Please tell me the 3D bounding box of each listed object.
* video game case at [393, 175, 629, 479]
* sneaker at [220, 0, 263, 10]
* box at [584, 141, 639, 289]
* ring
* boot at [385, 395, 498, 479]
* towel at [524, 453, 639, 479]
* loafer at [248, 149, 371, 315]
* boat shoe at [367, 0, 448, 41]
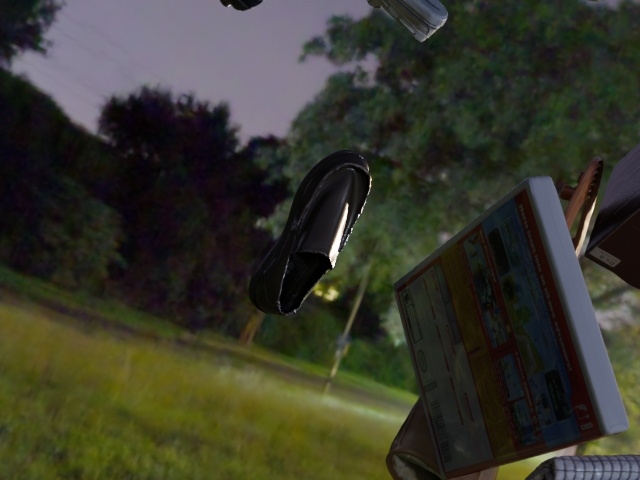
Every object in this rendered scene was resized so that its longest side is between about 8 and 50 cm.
[{"bbox_3d":[0.149,0.091,0.849,0.025,0.204,0.285,-7,-17,-21],"label":"video game case"},{"bbox_3d":[-0.137,-0.279,0.973,0.086,0.226,0.163,12,-38,49],"label":"sneaker"},{"bbox_3d":[0.532,-0.045,1.459,0.168,0.203,0.167,29,-35,-3],"label":"box"},{"bbox_3d":[0.344,0.035,1.423,0.032,0.336,0.336,21,-4,20],"label":"ring"},{"bbox_3d":[0.197,0.209,1.081,0.236,0.269,0.089,42,-46,-12],"label":"boot"},{"bbox_3d":[0.407,0.448,1.542,0.235,0.121,0.283,3,-40,-23],"label":"towel"},{"bbox_3d":[0.000,0.000,1.126,0.080,0.220,0.078,25,7,-31],"label":"loafer"},{"bbox_3d":[0.107,-0.421,1.626,0.226,0.076,0.083,42,37,-2],"label":"boat shoe"}]
